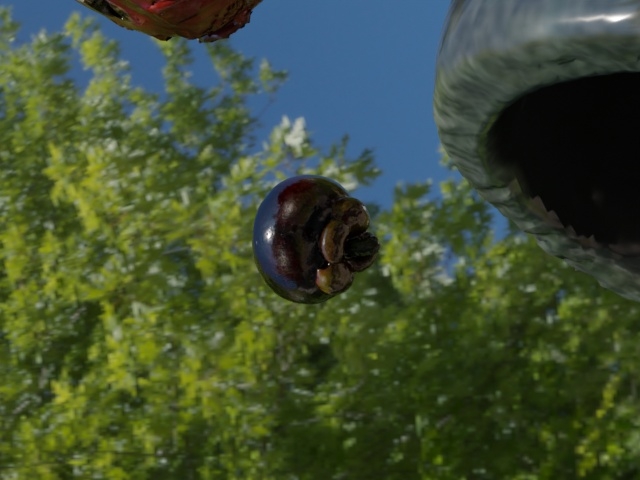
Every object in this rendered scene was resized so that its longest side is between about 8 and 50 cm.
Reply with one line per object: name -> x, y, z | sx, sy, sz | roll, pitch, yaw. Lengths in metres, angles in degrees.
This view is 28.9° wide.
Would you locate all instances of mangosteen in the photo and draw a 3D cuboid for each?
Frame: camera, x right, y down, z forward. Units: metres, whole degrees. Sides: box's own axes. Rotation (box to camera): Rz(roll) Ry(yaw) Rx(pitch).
mangosteen -> 0.000, 0.000, 1.231 | 0.140, 0.140, 0.140 | 9, -104, -41

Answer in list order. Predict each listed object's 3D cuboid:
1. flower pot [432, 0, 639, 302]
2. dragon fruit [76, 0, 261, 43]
flower pot -> 0.200, -0.121, 0.380 | 0.299, 0.299, 0.283 | 35, -108, -32
dragon fruit -> -0.137, -0.347, 1.215 | 0.295, 0.295, 0.301 | 29, -102, -35
